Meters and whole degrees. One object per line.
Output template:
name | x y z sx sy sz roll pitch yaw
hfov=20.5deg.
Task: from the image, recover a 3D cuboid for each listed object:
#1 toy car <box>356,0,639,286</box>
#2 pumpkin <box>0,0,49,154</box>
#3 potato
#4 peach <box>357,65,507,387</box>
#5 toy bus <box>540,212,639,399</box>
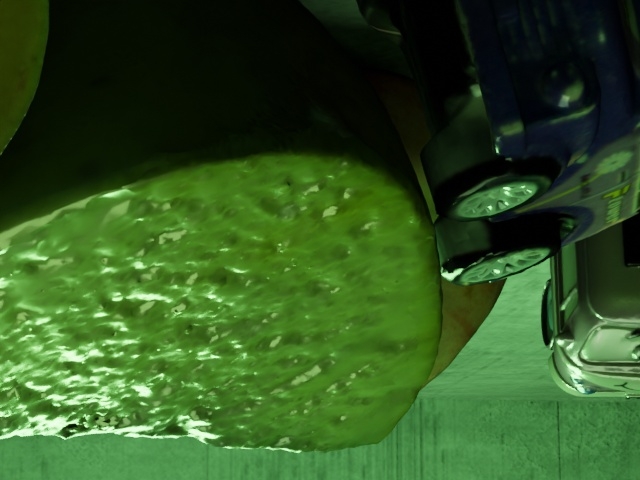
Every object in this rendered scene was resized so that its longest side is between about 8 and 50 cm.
toy car | 0.109 -0.091 0.869 0.158 0.172 0.235 -17 164 1
pumpkin | -0.191 -0.115 0.694 0.217 0.217 0.110 -3 -165 13
potato | -0.081 -0.067 0.833 0.330 0.280 0.213 9 133 -40
peach | 0.000 0.000 1.129 0.232 0.232 0.256 4 -178 -20
toy bus | 0.214 -0.001 1.151 0.142 0.203 0.142 1 165 -4
